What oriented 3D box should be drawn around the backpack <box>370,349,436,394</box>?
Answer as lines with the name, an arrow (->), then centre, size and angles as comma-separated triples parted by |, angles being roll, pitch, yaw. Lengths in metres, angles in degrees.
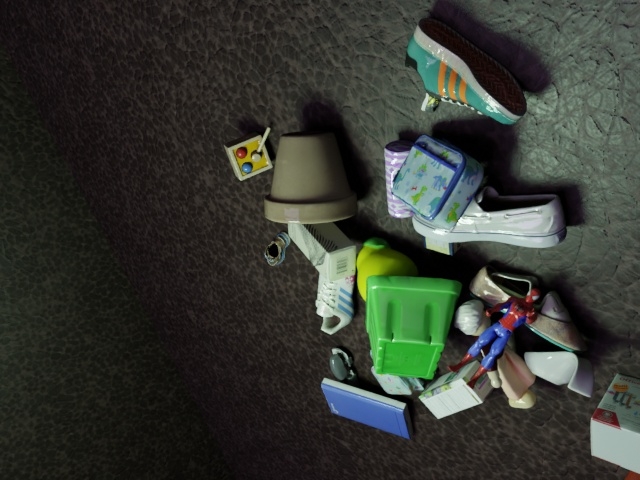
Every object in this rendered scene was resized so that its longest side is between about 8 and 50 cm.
backpack -> 0.246, 0.395, 1.947 | 0.188, 0.144, 0.166 | 60, 149, -6

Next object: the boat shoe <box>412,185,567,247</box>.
boat shoe -> 0.371, -0.082, 1.406 | 0.367, 0.136, 0.156 | 9, 127, 40

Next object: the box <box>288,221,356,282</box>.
box -> 0.000, 0.000, 1.824 | 0.275, 0.094, 0.113 | 46, 146, 48

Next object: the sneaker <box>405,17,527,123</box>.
sneaker -> 0.301, -0.336, 1.295 | 0.302, 0.108, 0.121 | 49, 146, 18

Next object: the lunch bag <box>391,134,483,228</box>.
lunch bag -> 0.264, -0.142, 1.399 | 0.176, 0.090, 0.219 | -60, 29, 14

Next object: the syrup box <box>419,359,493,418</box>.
syrup box -> 0.415, 0.456, 1.854 | 0.096, 0.093, 0.237 | 48, 144, 5

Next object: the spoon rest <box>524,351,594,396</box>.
spoon rest -> 0.588, 0.311, 1.482 | 0.137, 0.084, 0.276 | 25, 177, 1

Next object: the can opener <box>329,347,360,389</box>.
can opener -> 0.086, 0.521, 2.263 | 0.076, 0.095, 0.283 | 13, 129, 42

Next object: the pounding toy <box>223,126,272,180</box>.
pounding toy -> -0.210, -0.273, 1.883 | 0.100, 0.141, 0.130 | 44, 156, 63

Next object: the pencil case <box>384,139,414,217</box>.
pencil case -> 0.211, -0.153, 1.557 | 0.088, 0.086, 0.206 | 14, 130, 33

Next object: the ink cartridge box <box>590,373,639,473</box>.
ink cartridge box -> 0.727, 0.423, 1.421 | 0.128, 0.176, 0.127 | 11, 125, 41

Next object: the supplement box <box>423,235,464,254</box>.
supplement box -> 0.320, -0.015, 1.560 | 0.083, 0.083, 0.056 | 18, 133, 38

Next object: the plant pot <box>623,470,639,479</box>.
plant pot -> 0.852, 0.679, 1.453 | 0.267, 0.236, 0.267 | 28, 137, 30

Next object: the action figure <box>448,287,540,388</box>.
action figure -> 0.408, 0.214, 1.413 | 0.091, 0.280, 0.139 | 42, -174, 29

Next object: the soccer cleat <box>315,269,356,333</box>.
soccer cleat -> 0.042, 0.162, 1.962 | 0.116, 0.143, 0.331 | 20, 133, 36

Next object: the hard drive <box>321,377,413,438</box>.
hard drive -> 0.170, 0.611, 2.217 | 0.319, 0.040, 0.210 | 11, 141, 27

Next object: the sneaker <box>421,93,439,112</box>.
sneaker -> 0.261, -0.330, 1.405 | 0.035, 0.031, 0.083 | 27, 143, 10

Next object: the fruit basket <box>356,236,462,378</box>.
fruit basket -> 0.231, 0.163, 1.700 | 0.283, 0.392, 0.392 | 4, 130, 6

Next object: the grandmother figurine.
grandmother figurine -> 0.451, 0.279, 1.584 | 0.104, 0.207, 0.342 | -30, 118, 17

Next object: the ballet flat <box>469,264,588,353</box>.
ballet flat -> 0.515, 0.156, 1.491 | 0.316, 0.108, 0.106 | 29, 111, 25

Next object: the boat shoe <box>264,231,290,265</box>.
boat shoe -> -0.163, 0.038, 2.142 | 0.066, 0.066, 0.183 | 42, 143, 14

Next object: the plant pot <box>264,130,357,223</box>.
plant pot -> -0.034, -0.183, 1.691 | 0.263, 0.263, 0.229 | 10, 110, 43
